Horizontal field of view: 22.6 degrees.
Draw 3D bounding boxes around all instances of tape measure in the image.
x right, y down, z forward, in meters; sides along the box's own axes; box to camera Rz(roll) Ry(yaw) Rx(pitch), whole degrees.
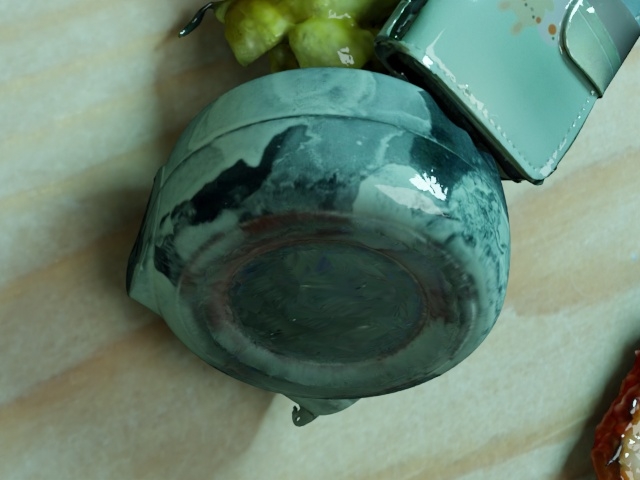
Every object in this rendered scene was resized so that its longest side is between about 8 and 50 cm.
[{"bbox_3d":[0.000,0.000,1.152,0.256,0.275,0.147,36,39,-32],"label":"tape measure"}]

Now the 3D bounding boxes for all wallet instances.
[{"bbox_3d":[0.159,-0.182,1.178,0.176,0.075,0.250,44,69,-28],"label":"wallet"}]

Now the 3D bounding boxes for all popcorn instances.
[{"bbox_3d":[0.012,-0.196,1.213,0.173,0.168,0.195,29,88,-17],"label":"popcorn"}]

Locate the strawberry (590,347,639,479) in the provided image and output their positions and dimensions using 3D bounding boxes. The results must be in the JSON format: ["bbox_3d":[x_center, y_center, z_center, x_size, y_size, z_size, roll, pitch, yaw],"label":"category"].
[{"bbox_3d":[0.386,0.184,1.576,0.253,0.150,0.280,40,68,-14],"label":"strawberry"}]
